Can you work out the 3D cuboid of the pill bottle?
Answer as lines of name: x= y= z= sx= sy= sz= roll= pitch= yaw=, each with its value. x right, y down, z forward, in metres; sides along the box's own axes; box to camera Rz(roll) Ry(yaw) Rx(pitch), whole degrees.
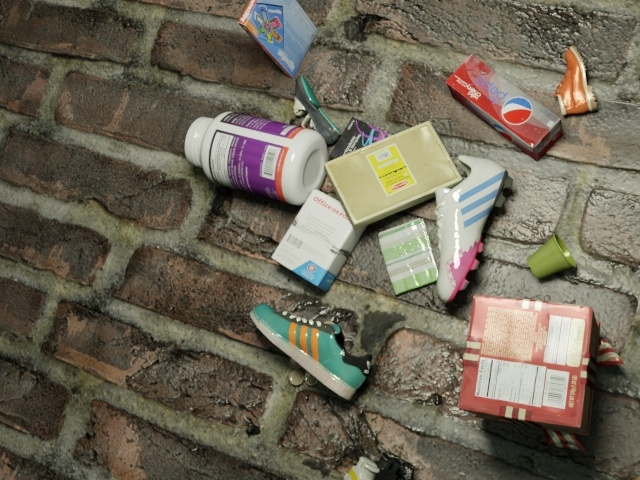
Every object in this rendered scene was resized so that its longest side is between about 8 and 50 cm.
pill bottle: x=-0.156 y=-0.203 z=1.965 sx=0.323 sy=0.181 sz=0.181 roll=17 pitch=82 yaw=24

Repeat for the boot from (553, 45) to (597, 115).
boot: x=0.547 y=-0.349 z=1.807 sx=0.085 sy=0.059 sz=0.157 roll=-15 pitch=72 yaw=22

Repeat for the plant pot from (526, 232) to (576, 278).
plant pot: x=0.476 y=0.040 z=1.718 sx=0.079 sy=0.083 sz=0.083 roll=-34 pitch=66 yaw=22

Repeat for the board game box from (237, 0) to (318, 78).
board game box: x=-0.096 y=-0.512 z=1.971 sx=0.027 sy=0.281 sz=0.145 roll=24 pitch=85 yaw=25

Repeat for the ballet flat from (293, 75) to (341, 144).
ballet flat: x=-0.025 y=-0.312 z=2.008 sx=0.074 sy=0.074 sz=0.203 roll=-34 pitch=69 yaw=9

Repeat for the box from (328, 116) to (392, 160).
box: x=0.114 y=-0.210 z=1.947 sx=0.162 sy=0.029 sz=0.116 roll=29 pitch=87 yaw=26

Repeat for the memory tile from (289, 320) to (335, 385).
memory tile: x=-0.017 y=0.257 z=1.877 sx=0.113 sy=0.012 sz=0.148 roll=-4 pitch=73 yaw=20

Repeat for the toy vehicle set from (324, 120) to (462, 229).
toy vehicle set: x=0.162 y=-0.149 z=1.858 sx=0.267 sy=0.035 sz=0.166 roll=-22 pitch=70 yaw=-6

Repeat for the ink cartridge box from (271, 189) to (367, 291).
ink cartridge box: x=0.000 y=0.000 z=1.903 sx=0.140 sy=0.082 sz=0.190 roll=31 pitch=86 yaw=25

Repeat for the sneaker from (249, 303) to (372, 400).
sneaker: x=-0.017 y=0.217 z=1.828 sx=0.302 sy=0.108 sz=0.121 roll=36 pitch=89 yaw=17

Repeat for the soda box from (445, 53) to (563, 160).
soda box: x=0.406 y=-0.296 z=1.829 sx=0.092 sy=0.083 sz=0.263 roll=-47 pitch=64 yaw=3

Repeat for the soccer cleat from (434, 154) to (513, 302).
soccer cleat: x=0.292 y=-0.031 z=1.775 sx=0.143 sy=0.116 sz=0.331 roll=24 pitch=77 yaw=4

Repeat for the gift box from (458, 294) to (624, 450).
gift box: x=0.424 y=0.254 z=1.574 sx=0.276 sy=0.258 sz=0.255 roll=11 pitch=80 yaw=22

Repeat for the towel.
towel: x=0.199 y=0.037 z=1.854 sx=0.113 sy=0.023 sz=0.152 roll=-20 pitch=71 yaw=17

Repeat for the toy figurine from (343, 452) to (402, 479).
toy figurine: x=0.135 y=0.538 z=1.635 sx=0.213 sy=0.209 sz=0.148 roll=32 pitch=94 yaw=26
